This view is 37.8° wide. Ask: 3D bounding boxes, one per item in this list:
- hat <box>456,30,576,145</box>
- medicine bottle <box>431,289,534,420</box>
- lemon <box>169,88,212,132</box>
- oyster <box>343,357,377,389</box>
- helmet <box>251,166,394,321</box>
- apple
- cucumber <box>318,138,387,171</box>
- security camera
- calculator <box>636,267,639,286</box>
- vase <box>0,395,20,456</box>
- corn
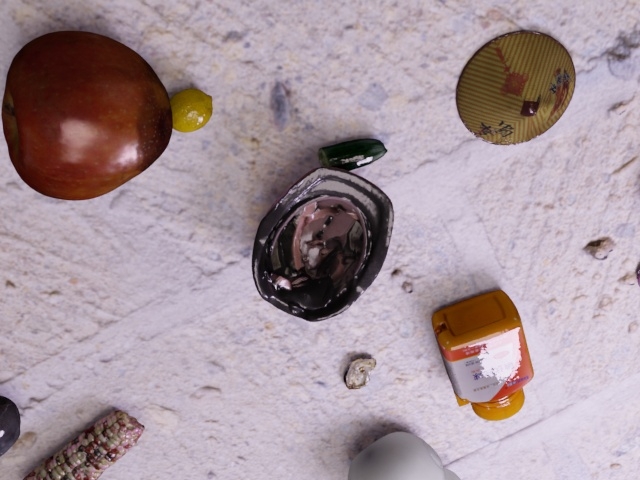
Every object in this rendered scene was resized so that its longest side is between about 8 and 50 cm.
[{"bbox_3d":[0.308,-0.213,1.420,0.193,0.082,0.193,-5,125,-7],"label":"hat"},{"bbox_3d":[0.299,0.214,1.680,0.149,0.112,0.222,-20,124,3],"label":"medicine bottle"},{"bbox_3d":[-0.193,-0.187,1.354,0.083,0.062,0.062,-29,123,9],"label":"lemon"},{"bbox_3d":[0.068,0.243,1.714,0.054,0.019,0.083,12,118,-19],"label":"oyster"},{"bbox_3d":[0.000,0.000,1.465,0.198,0.154,0.253,26,101,-7],"label":"helmet"},{"bbox_3d":[-0.312,-0.163,1.258,0.230,0.230,0.230,-5,124,-7],"label":"apple"},{"bbox_3d":[0.051,-0.134,1.445,0.105,0.048,0.048,-16,125,-4],"label":"cucumber"},{"bbox_3d":[0.160,0.479,1.789,0.194,0.194,0.236,-36,120,13],"label":"security camera"},{"bbox_3d":[0.699,0.016,1.666,0.194,0.043,0.294,23,118,-24],"label":"calculator"},{"bbox_3d":[-0.592,0.285,1.570,0.120,0.120,0.183,-34,108,12],"label":"vase"},{"bbox_3d":[-0.437,0.400,1.688,0.280,0.092,0.092,-41,121,11],"label":"corn"}]
